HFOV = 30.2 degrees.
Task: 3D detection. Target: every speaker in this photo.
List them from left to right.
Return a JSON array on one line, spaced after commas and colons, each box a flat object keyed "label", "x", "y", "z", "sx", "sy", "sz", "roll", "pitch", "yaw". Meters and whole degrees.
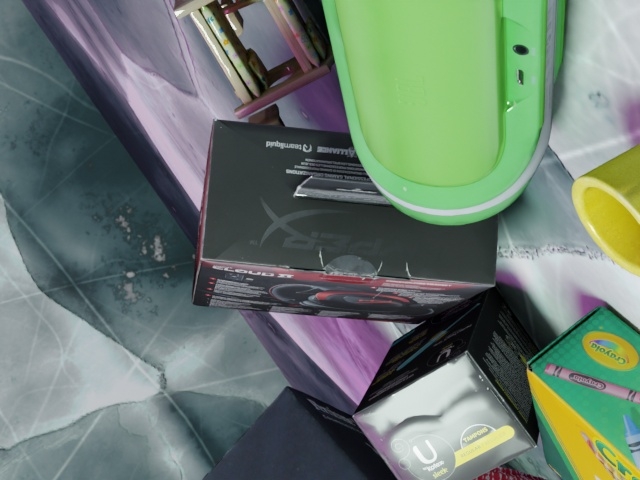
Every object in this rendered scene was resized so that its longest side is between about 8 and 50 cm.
[{"label": "speaker", "x": 0.065, "y": -0.129, "z": 0.645, "sx": 0.131, "sy": 0.131, "sz": 0.296, "roll": 47, "pitch": 166, "yaw": 28}]

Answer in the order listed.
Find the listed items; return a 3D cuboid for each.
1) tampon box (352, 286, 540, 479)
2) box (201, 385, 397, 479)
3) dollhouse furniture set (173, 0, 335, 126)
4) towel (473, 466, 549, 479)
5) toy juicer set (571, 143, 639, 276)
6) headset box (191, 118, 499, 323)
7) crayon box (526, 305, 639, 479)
[{"label": "tampon box", "x": 0.119, "y": 0.131, "z": 1.030, "sx": 0.101, "sy": 0.120, "sz": 0.161, "roll": 54, "pitch": -156, "yaw": -6}, {"label": "box", "x": 0.113, "y": 0.489, "z": 1.508, "sx": 0.472, "sy": 0.297, "sz": 0.480, "roll": 43, "pitch": -176, "yaw": 35}, {"label": "dollhouse furniture set", "x": -0.039, "y": -0.178, "z": 1.070, "sx": 0.182, "sy": 0.101, "sz": 0.161, "roll": 59, "pitch": -169, "yaw": -27}, {"label": "towel", "x": 0.186, "y": 0.316, "z": 1.134, "sx": 0.275, "sy": 0.031, "sz": 0.199, "roll": 26, "pitch": -122, "yaw": -57}, {"label": "toy juicer set", "x": 0.232, "y": 0.019, "z": 0.515, "sx": 0.209, "sy": 0.089, "sz": 0.329, "roll": 53, "pitch": 168, "yaw": 3}, {"label": "headset box", "x": 0.010, "y": -0.007, "z": 0.954, "sx": 0.293, "sy": 0.218, "sz": 0.110, "roll": 124, "pitch": 151, "yaw": -78}, {"label": "crayon box", "x": 0.277, "y": 0.192, "z": 0.855, "sx": 0.278, "sy": 0.081, "sz": 0.165, "roll": 44, "pitch": 165, "yaw": 37}]
